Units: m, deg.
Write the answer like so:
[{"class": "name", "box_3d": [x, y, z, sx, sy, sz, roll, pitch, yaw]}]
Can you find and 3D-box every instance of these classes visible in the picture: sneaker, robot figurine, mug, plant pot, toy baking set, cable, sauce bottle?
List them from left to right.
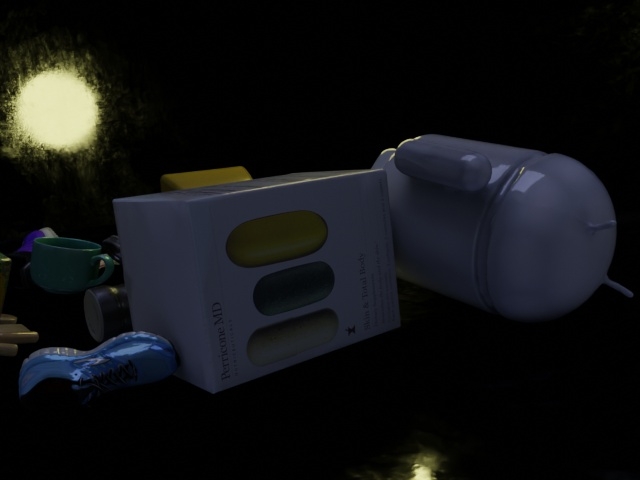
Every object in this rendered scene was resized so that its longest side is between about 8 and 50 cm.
[{"class": "toy baking set", "box_3d": [-0.530, 0.120, 0.886, 0.256, 0.030, 0.197, 11, 2, -33]}, {"class": "sneaker", "box_3d": [-0.654, 0.045, 1.445, 0.146, 0.102, 0.293, -17, 19, -34]}, {"class": "mug", "box_3d": [-0.501, 0.055, 1.282, 0.130, 0.097, 0.158, 5, 8, -42]}, {"class": "sneaker", "box_3d": [-0.222, 0.142, 0.653, 0.162, 0.063, 0.073, -11, 26, -6]}, {"class": "cable", "box_3d": [-0.335, 0.031, 1.281, 0.287, 0.139, 0.072, -2, 45, 50]}, {"class": "sauce bottle", "box_3d": [-0.148, 0.066, 0.905, 0.345, 0.111, 0.111, -12, 10, -38]}, {"class": "plant pot", "box_3d": [-0.237, -0.042, 1.504, 0.212, 0.212, 0.187, -10, 21, -26]}, {"class": "robot figurine", "box_3d": [0.202, -0.019, 0.801, 0.354, 0.199, 0.300, 20, -14, 46]}]

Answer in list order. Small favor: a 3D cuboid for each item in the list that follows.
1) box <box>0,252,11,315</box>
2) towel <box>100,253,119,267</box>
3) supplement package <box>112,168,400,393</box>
[{"class": "box", "box_3d": [-0.534, 0.056, 0.637, 0.290, 0.176, 0.279, 27, 20, 17]}, {"class": "towel", "box_3d": [-0.619, 0.067, 1.614, 0.197, 0.029, 0.144, -4, 10, 16]}, {"class": "supplement package", "box_3d": [-0.072, 0.030, 0.768, 0.263, 0.199, 0.198, -13, 11, -37]}]
